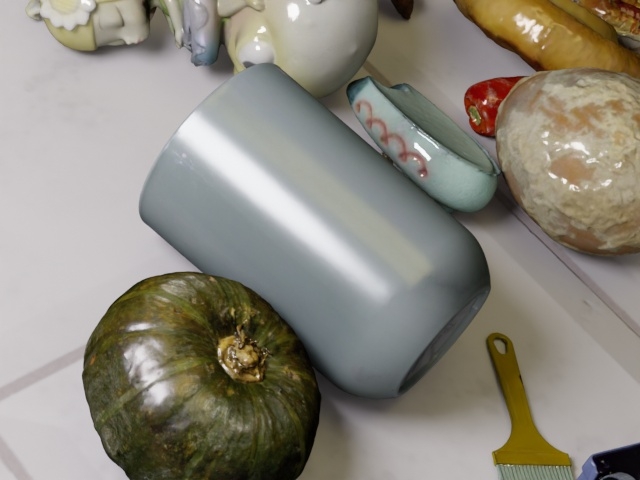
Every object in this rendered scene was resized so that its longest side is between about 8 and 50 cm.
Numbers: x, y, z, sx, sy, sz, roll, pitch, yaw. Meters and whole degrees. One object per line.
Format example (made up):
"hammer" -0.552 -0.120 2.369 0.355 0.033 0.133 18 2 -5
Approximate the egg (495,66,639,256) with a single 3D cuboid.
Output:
"egg" 0.304 -0.089 1.563 0.245 0.203 0.203 36 48 10

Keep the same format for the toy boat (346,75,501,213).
"toy boat" 0.112 -0.102 1.580 0.208 0.079 0.134 46 21 26

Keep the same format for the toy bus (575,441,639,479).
"toy bus" 0.337 0.324 1.260 0.125 0.133 0.292 -7 51 -33

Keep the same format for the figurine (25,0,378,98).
"figurine" -0.135 -0.286 1.568 0.394 0.226 0.275 -1 79 -4

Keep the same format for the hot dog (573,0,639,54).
"hot dog" 0.450 -0.276 1.866 0.252 0.069 0.131 29 46 3

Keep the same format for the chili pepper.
"chili pepper" 0.230 -0.161 1.685 0.123 0.070 0.073 -11 85 -31

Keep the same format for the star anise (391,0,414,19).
"star anise" 0.088 -0.382 1.759 0.212 0.111 0.196 -40 95 -22

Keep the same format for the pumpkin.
"pumpkin" -0.104 0.134 1.239 0.223 0.157 0.224 24 41 -23

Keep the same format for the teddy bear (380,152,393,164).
"teddy bear" 0.092 -0.013 1.490 0.078 0.119 0.160 -38 50 -4

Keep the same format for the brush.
"brush" 0.200 0.175 1.420 0.083 0.011 0.205 4 49 -17

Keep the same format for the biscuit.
"biscuit" 0.289 -0.257 1.740 0.274 0.091 0.213 35 17 4

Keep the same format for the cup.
"cup" 0.000 0.000 1.366 0.312 0.205 0.205 41 49 13
